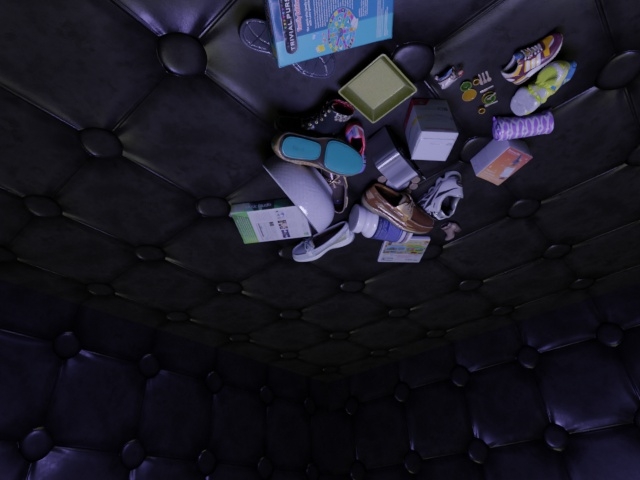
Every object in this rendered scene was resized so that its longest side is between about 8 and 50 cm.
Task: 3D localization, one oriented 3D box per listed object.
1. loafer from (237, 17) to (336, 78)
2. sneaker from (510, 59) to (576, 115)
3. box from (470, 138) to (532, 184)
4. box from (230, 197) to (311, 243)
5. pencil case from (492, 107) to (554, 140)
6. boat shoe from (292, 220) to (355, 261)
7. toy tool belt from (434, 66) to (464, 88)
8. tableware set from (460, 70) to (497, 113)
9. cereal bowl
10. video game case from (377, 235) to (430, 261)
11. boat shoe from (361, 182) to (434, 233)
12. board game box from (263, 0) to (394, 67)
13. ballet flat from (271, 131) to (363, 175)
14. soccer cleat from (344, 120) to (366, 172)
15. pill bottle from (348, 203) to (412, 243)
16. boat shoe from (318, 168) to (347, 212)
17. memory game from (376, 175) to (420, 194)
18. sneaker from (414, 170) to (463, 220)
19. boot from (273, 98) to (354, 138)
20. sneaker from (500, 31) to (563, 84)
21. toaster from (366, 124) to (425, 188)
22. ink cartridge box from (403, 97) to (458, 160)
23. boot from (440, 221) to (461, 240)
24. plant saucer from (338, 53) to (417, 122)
[{"bbox_3d":[-0.096,-0.567,1.258,0.302,0.095,0.109,12,111,-28],"label":"loafer"},{"bbox_3d":[0.736,-0.498,1.404,0.126,0.091,0.240,-25,173,-17],"label":"sneaker"},{"bbox_3d":[0.694,-0.314,1.655,0.130,0.091,0.170,15,141,-24],"label":"box"},{"bbox_3d":[-0.214,-0.088,1.923,0.321,0.059,0.232,-7,144,3],"label":"box"},{"bbox_3d":[0.719,-0.411,1.534,0.206,0.088,0.086,-7,177,4],"label":"pencil case"},{"bbox_3d":[0.001,0.001,2.022,0.320,0.118,0.103,-20,135,16],"label":"boat shoe"},{"bbox_3d":[0.410,-0.527,1.369,0.083,0.052,0.051,-36,90,30],"label":"toy tool belt"},{"bbox_3d":[0.536,-0.491,1.452,0.104,0.024,0.154,-21,141,24],"label":"tableware set"},{"bbox_3d":[-0.059,-0.196,1.591,0.141,0.339,0.339,-41,138,-1],"label":"cereal bowl"},{"bbox_3d":[0.420,0.045,2.189,0.226,0.026,0.206,1,144,-5],"label":"video game case"},{"bbox_3d":[0.329,-0.134,1.782,0.324,0.123,0.120,23,140,-6],"label":"boat shoe"},{"bbox_3d":[0.024,-0.621,1.108,0.336,0.079,0.254,-18,145,-8],"label":"board game box"},{"bbox_3d":[-0.011,-0.302,1.474,0.348,0.123,0.123,6,145,-33],"label":"ballet flat"},{"bbox_3d":[0.131,-0.325,1.584,0.083,0.095,0.248,-9,143,1],"label":"soccer cleat"},{"bbox_3d":[0.266,-0.078,1.894,0.264,0.153,0.153,9,143,-18],"label":"pill bottle"},{"bbox_3d":[0.053,-0.238,1.700,0.116,0.097,0.324,-8,144,6],"label":"boat shoe"},{"bbox_3d":[0.322,-0.242,1.791,0.186,0.012,0.186,-3,145,-2],"label":"memory game"},{"bbox_3d":[0.495,-0.137,1.843,0.122,0.146,0.330,7,145,-16],"label":"sneaker"},{"bbox_3d":[-0.020,-0.410,1.439,0.236,0.085,0.178,7,156,-26],"label":"boot"},{"bbox_3d":[0.647,-0.565,1.321,0.083,0.070,0.185,12,141,-29],"label":"sneaker"},{"bbox_3d":[0.270,-0.297,1.562,0.110,0.186,0.168,-35,135,23],"label":"toaster"},{"bbox_3d":[0.371,-0.377,1.465,0.128,0.176,0.127,1,144,-6],"label":"ink cartridge box"},{"bbox_3d":[0.614,-0.049,2.068,0.087,0.042,0.118,21,137,-21],"label":"boot"},{"bbox_3d":[0.184,-0.498,1.394,0.188,0.045,0.188,-31,137,33],"label":"plant saucer"}]
